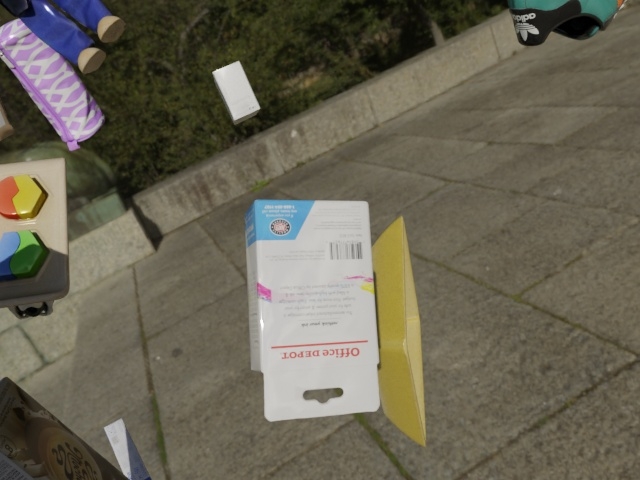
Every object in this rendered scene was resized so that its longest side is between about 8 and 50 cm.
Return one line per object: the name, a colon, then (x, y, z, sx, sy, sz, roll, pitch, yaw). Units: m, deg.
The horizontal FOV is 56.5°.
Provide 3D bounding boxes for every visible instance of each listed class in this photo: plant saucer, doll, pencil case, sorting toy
plant saucer: (0.148, 0.178, 1.173, 0.080, 0.333, 0.333, -5, 42, 11)
doll: (-0.279, -0.252, 0.567, 0.129, 0.189, 0.046, -48, 9, 18)
pencil case: (-0.430, -0.250, 0.940, 0.086, 0.206, 0.088, -13, 42, 20)
sorting toy: (-0.409, -0.012, 0.723, 0.192, 0.208, 0.038, -8, -26, -8)

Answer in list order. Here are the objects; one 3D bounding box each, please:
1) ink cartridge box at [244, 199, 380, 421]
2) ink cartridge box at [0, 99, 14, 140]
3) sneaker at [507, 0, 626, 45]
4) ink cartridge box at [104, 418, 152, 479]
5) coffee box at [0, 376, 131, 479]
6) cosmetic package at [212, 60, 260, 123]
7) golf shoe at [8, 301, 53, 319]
ink cartridge box: (-0.009, 0.059, 0.525, 0.104, 0.181, 0.061, 0, -9, -16)
ink cartridge box: (-0.694, -0.298, 1.082, 0.193, 0.235, 0.088, 19, 44, 22)
sneaker: (0.338, -0.322, 0.752, 0.302, 0.121, 0.108, -22, 28, -28)
ink cartridge box: (-0.403, 0.483, 1.277, 0.046, 0.097, 0.207, -25, 32, -23)
coffee box: (-0.388, 0.356, 0.835, 0.119, 0.297, 0.168, -41, 19, -4)
cosmetic package: (-0.171, -0.297, 1.219, 0.060, 0.099, 0.239, -27, 12, -3)
golf shoe: (-0.468, 0.074, 0.935, 0.105, 0.120, 0.273, -13, -12, -23)
